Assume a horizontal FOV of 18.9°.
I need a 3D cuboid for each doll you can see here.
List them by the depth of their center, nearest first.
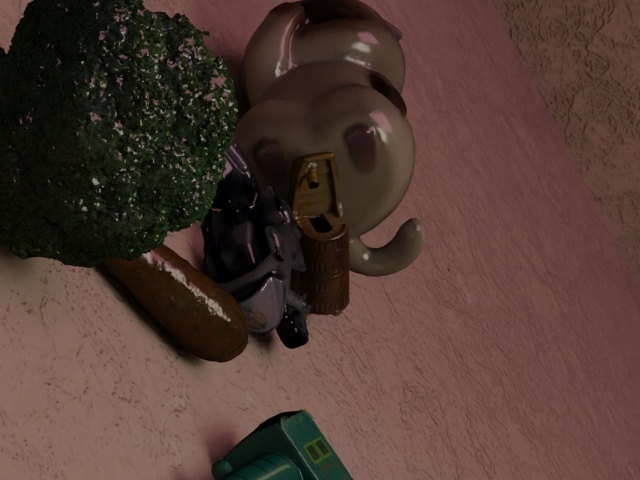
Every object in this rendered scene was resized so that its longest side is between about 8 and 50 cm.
[{"bbox_3d":[0.004,-0.151,2.275,0.226,0.215,0.370,56,20,-46],"label":"doll"}]

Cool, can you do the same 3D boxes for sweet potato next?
[{"bbox_3d":[-0.165,0.030,1.878,0.273,0.075,0.075,45,27,-27],"label":"sweet potato"}]

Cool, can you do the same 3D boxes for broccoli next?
[{"bbox_3d":[-0.202,-0.108,1.725,0.270,0.270,0.270,60,7,-5],"label":"broccoli"}]

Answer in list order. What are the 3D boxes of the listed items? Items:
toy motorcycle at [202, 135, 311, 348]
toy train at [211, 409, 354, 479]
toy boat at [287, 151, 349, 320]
[{"bbox_3d":[-0.086,-0.005,2.048,0.270,0.106,0.159,66,16,1],"label":"toy motorcycle"},{"bbox_3d":[-0.048,0.277,1.786,0.194,0.120,0.298,56,21,6],"label":"toy train"},{"bbox_3d":[0.000,0.000,2.132,0.088,0.068,0.226,-121,-155,-50],"label":"toy boat"}]
